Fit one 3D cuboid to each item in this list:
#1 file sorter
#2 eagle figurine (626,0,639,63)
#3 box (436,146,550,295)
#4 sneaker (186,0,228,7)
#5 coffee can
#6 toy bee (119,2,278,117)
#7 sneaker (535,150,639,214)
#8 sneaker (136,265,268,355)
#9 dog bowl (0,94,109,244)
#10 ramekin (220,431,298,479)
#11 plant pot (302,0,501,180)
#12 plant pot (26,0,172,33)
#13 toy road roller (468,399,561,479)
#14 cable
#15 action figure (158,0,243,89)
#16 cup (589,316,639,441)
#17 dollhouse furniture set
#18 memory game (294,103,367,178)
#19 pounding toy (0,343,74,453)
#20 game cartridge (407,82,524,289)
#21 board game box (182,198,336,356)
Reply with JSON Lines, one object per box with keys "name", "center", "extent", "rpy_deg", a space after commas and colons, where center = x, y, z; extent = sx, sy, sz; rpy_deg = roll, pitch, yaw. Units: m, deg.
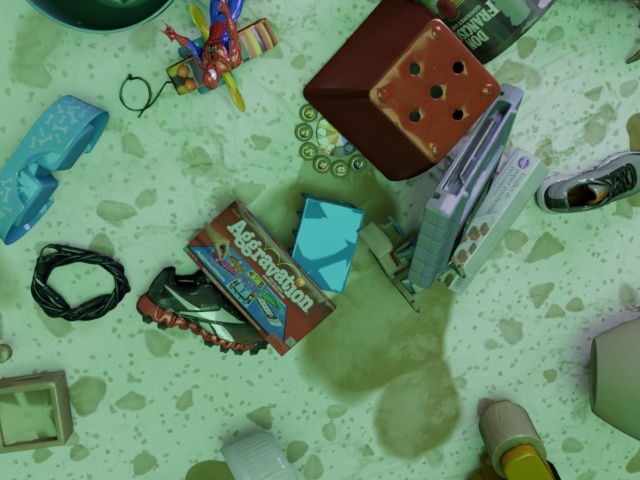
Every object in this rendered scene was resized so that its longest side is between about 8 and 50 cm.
{"name": "file sorter", "center": [0.000, 0.000, 1.516], "extent": [0.118, 0.104, 0.170], "rpy_deg": [12, 102, -14]}
{"name": "eagle figurine", "center": [0.603, -0.485, 1.450], "extent": [0.298, 0.225, 0.226], "rpy_deg": [30, 107, -24]}
{"name": "box", "center": [0.349, -0.036, 1.589], "extent": [0.067, 0.063, 0.324], "rpy_deg": [26, 100, -51]}
{"name": "sneaker", "center": [-0.179, -0.452, 1.396], "extent": [0.152, 0.054, 0.061], "rpy_deg": [9, 111, -7]}
{"name": "coffee can", "center": [0.265, -0.483, 1.378], "extent": [0.275, 0.201, 0.201], "rpy_deg": [43, 93, -10]}
{"name": "toy bee", "center": [-0.204, -0.300, 1.370], "extent": [0.195, 0.162, 0.298], "rpy_deg": [41, 93, -20]}
{"name": "sneaker", "center": [0.596, -0.112, 1.608], "extent": [0.271, 0.108, 0.100], "rpy_deg": [-19, 105, -8]}
{"name": "sneaker", "center": [-0.214, 0.133, 1.510], "extent": [0.276, 0.097, 0.135], "rpy_deg": [23, 101, -15]}
{"name": "dog bowl", "center": [-0.494, -0.131, 1.359], "extent": [0.074, 0.166, 0.297], "rpy_deg": [38, 95, -6]}
{"name": "ramekin", "center": [-0.111, 0.494, 1.573], "extent": [0.109, 0.207, 0.207], "rpy_deg": [-27, 108, -13]}
{"name": "plant pot", "center": [0.170, -0.274, 1.403], "extent": [0.267, 0.236, 0.267], "rpy_deg": [42, 89, -18]}
{"name": "plant pot", "center": [-0.345, -0.482, 1.247], "extent": [0.293, 0.235, 0.293], "rpy_deg": [-1, 103, -5]}
{"name": "toy road roller", "center": [0.406, 0.546, 1.694], "extent": [0.240, 0.202, 0.329], "rpy_deg": [-27, 110, 8]}
{"name": "cable", "center": [-0.460, 0.089, 1.476], "extent": [0.184, 0.047, 0.151], "rpy_deg": [13, 101, -15]}
{"name": "action figure", "center": [-0.176, -0.389, 1.262], "extent": [0.091, 0.139, 0.280], "rpy_deg": [-2, 70, 23]}
{"name": "cup", "center": [0.712, 0.298, 1.656], "extent": [0.237, 0.331, 0.331], "rpy_deg": [3, 105, 14]}
{"name": "dollhouse furniture set", "center": [0.183, 0.030, 1.503], "extent": [0.129, 0.129, 0.184], "rpy_deg": [-38, 146, 0]}
{"name": "memory game", "center": [0.039, -0.214, 1.517], "extent": [0.186, 0.012, 0.186], "rpy_deg": [-3, 105, -11]}
{"name": "pounding toy", "center": [-0.590, 0.295, 1.484], "extent": [0.181, 0.094, 0.206], "rpy_deg": [-7, 96, -5]}
{"name": "game cartridge", "center": [0.271, -0.098, 1.413], "extent": [0.068, 0.230, 0.355], "rpy_deg": [23, 56, 18]}
{"name": "board game box", "center": [-0.116, 0.071, 1.461], "extent": [0.145, 0.027, 0.281], "rpy_deg": [-42, 92, 10]}
